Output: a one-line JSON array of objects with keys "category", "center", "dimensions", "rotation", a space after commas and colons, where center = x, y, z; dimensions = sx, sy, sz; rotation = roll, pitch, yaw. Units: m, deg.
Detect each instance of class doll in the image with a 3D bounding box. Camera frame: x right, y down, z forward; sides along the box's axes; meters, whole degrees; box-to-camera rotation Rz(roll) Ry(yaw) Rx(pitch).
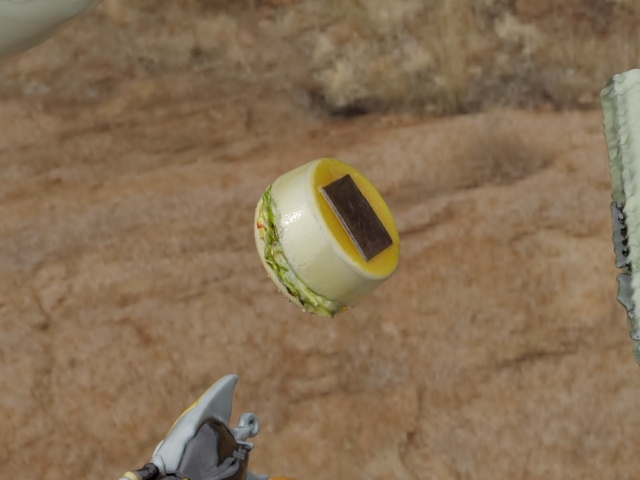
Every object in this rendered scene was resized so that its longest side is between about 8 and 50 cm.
[{"category": "doll", "center": [-0.151, 0.285, 1.741], "dimensions": [0.103, 0.145, 0.316], "rotation": [-36, 3, 32]}]

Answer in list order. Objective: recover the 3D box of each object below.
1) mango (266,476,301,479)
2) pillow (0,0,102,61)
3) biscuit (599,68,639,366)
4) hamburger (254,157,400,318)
[{"category": "mango", "center": [-0.009, 0.333, 1.205], "dimensions": [0.146, 0.129, 0.289], "rotation": [-7, 79, -38]}, {"category": "pillow", "center": [-0.108, -0.114, 0.488], "dimensions": [0.144, 0.078, 0.254], "rotation": [-6, 26, 9]}, {"category": "biscuit", "center": [0.170, 0.012, 0.642], "dimensions": [0.052, 0.150, 0.252], "rotation": [-19, 30, 19]}, {"category": "hamburger", "center": [0.000, 0.000, 1.223], "dimensions": [0.081, 0.126, 0.141], "rotation": [-33, 16, 31]}]
